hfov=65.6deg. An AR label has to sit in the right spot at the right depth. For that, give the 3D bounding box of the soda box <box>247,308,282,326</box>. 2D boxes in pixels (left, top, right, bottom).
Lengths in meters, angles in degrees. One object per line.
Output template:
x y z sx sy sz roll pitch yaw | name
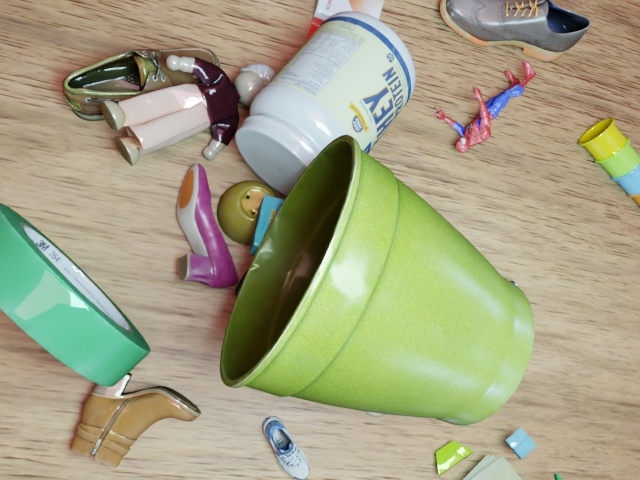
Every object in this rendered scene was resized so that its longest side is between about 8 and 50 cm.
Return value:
-0.123 0.162 0.903 0.061 0.181 0.058 20 76 -11 | soda box

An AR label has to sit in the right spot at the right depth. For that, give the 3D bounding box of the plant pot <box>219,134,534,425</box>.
0.095 0.097 0.724 0.353 0.366 0.366 28 75 -17 | plant pot

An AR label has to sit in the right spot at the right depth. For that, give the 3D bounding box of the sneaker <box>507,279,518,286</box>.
0.303 0.172 1.058 0.292 0.110 0.118 -13 94 -15 | sneaker

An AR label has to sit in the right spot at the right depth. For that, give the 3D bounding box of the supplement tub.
0.012 -0.255 0.969 0.235 0.235 0.325 39 71 -6 | supplement tub

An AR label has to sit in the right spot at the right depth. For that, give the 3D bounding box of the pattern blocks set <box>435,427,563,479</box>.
0.332 0.533 0.972 0.325 0.026 0.285 -24 56 -7 | pattern blocks set

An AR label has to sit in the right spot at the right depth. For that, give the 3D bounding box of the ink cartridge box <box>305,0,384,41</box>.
0.056 -0.503 1.128 0.145 0.045 0.179 18 75 -11 | ink cartridge box

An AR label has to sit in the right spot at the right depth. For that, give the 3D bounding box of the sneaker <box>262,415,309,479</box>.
-0.065 0.403 0.944 0.052 0.058 0.135 -35 92 -17 | sneaker

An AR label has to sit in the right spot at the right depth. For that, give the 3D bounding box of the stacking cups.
0.792 -0.164 1.243 0.316 0.096 0.096 43 74 -7 | stacking cups

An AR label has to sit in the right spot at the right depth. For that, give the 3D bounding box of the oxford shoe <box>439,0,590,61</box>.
0.468 -0.545 1.194 0.363 0.133 0.130 7 80 -13 | oxford shoe

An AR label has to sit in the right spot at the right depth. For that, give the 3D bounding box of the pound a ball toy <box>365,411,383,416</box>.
0.125 0.165 0.974 0.208 0.136 0.319 30 72 29 | pound a ball toy

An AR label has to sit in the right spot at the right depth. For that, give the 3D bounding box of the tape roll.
-0.404 0.085 0.770 0.077 0.321 0.321 -43 93 -17 | tape roll

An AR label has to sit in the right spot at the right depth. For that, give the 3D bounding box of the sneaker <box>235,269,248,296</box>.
-0.025 0.050 0.989 0.162 0.106 0.281 45 73 -7 | sneaker

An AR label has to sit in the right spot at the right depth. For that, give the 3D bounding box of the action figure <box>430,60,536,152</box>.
0.375 -0.329 1.160 0.139 0.091 0.280 40 73 -12 | action figure

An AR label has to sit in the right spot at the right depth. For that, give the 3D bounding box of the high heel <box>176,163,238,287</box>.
-0.214 -0.029 0.978 0.117 0.082 0.244 12 63 -41 | high heel

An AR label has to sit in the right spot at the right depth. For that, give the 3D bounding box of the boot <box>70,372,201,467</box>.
-0.328 0.329 0.883 0.197 0.073 0.152 21 75 2 | boot

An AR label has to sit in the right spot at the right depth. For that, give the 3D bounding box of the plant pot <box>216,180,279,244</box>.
-0.134 -0.063 0.981 0.134 0.095 0.134 2 80 -15 | plant pot

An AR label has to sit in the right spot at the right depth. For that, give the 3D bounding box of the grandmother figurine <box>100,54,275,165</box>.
-0.230 -0.257 0.965 0.342 0.208 0.104 -31 45 -25 | grandmother figurine

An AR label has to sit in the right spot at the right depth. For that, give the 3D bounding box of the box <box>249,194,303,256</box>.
0.000 0.000 0.916 0.244 0.060 0.100 14 70 -12 | box

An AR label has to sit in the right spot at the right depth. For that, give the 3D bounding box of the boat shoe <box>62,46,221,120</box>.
-0.334 -0.312 0.963 0.307 0.104 0.111 -26 88 -17 | boat shoe
